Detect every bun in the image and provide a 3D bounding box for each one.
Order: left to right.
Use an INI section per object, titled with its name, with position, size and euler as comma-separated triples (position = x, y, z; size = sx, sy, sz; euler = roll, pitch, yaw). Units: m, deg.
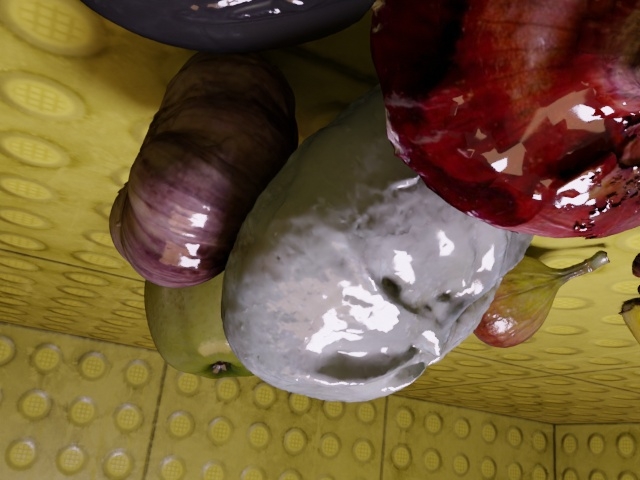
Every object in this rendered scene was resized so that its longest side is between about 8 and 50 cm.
[bun]
position = 0.068, 0.017, 0.601
size = 0.194, 0.354, 0.354
euler = 41, 169, 19

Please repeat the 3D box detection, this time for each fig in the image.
[fig]
position = 0.321, 0.063, 1.013
size = 0.160, 0.143, 0.231
euler = 29, 108, -41

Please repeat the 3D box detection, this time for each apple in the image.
[apple]
position = -0.143, 0.085, 1.027
size = 0.278, 0.280, 0.279
euler = 6, 160, 2

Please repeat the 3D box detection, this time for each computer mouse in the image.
[computer mouse]
position = -0.084, -0.195, 0.462
size = 0.269, 0.087, 0.138
euler = 5, 161, 1

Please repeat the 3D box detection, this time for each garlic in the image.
[garlic]
position = -0.097, -0.059, 0.609
size = 0.160, 0.245, 0.245
euler = 29, 155, -10

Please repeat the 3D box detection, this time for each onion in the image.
[onion]
position = 0.154, -0.117, 0.354
size = 0.251, 0.252, 0.219
euler = 7, -164, -1

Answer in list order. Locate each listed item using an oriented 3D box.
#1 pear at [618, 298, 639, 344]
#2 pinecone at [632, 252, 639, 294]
[pear]
position = 0.702, 0.210, 1.183
size = 0.266, 0.178, 0.267
euler = 3, 157, 1
[pinecone]
position = 0.482, 0.035, 0.722
size = 0.224, 0.225, 0.272
euler = 1, 179, 14
